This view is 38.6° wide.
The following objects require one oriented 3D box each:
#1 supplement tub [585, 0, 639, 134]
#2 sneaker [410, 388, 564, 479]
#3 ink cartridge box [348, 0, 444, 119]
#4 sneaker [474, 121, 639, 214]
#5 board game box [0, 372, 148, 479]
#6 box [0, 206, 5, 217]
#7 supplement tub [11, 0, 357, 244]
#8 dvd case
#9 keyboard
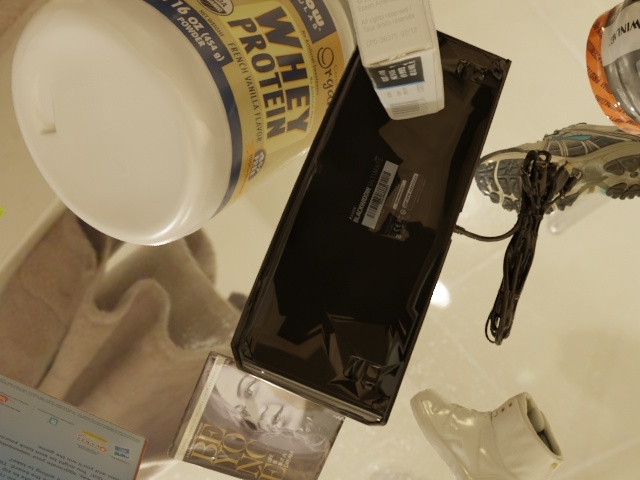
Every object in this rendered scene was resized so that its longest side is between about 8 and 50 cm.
[{"bbox_3d":[0.444,-0.215,0.933,0.193,0.316,0.194,6,-101,-34],"label":"supplement tub"},{"bbox_3d":[0.261,0.286,1.404,0.108,0.169,0.292,28,-166,-35],"label":"sneaker"},{"bbox_3d":[0.033,-0.187,0.538,0.206,0.045,0.208,1,-101,-81],"label":"ink cartridge box"},{"bbox_3d":[0.373,-0.118,1.384,0.282,0.110,0.122,-3,-138,5],"label":"sneaker"},{"bbox_3d":[-0.236,0.098,0.491,0.281,0.027,0.145,27,-164,-10],"label":"board game box"},{"bbox_3d":[-0.436,0.030,1.027,0.042,0.109,0.178,38,-111,-48],"label":"box"},{"bbox_3d":[-0.106,-0.158,0.877,0.228,0.228,0.316,50,-138,-1],"label":"supplement tub"},{"bbox_3d":[-0.085,0.266,1.300,0.221,0.165,0.018,22,-172,-15],"label":"dvd case"},{"bbox_3d":[0.078,-0.014,0.683,0.201,0.033,0.317,23,-111,0],"label":"keyboard"}]
